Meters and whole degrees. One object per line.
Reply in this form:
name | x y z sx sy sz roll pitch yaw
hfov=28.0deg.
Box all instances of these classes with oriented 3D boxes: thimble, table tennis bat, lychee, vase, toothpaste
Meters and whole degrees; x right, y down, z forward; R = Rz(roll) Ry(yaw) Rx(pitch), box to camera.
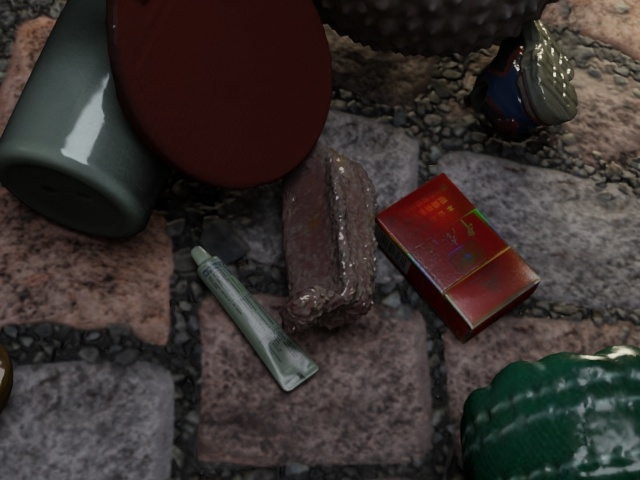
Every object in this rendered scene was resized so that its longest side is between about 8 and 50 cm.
thimble | 0.280 0.218 1.255 0.288 0.254 0.167 1 60 -15
table tennis bat | -0.134 -0.219 1.328 0.415 0.051 0.268 38 68 -37
lychee | 0.130 -0.404 1.482 0.380 0.432 0.380 10 50 -12
vase | -0.217 -0.160 1.424 0.245 0.245 0.291 19 67 2
toothpaste | -0.079 0.081 1.409 0.048 0.029 0.197 -35 74 -22

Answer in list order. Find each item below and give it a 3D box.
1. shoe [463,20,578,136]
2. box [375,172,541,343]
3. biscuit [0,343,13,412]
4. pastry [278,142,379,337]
shoe | 0.242 -0.195 1.592 0.099 0.125 0.227 42 29 -24
box | 0.151 0.018 1.468 0.112 0.048 0.175 -33 70 -24
biscuit | -0.429 0.277 1.220 0.368 0.076 0.394 -22 69 -20
pastry | 0.010 0.009 1.411 0.112 0.103 0.265 35 40 -27
